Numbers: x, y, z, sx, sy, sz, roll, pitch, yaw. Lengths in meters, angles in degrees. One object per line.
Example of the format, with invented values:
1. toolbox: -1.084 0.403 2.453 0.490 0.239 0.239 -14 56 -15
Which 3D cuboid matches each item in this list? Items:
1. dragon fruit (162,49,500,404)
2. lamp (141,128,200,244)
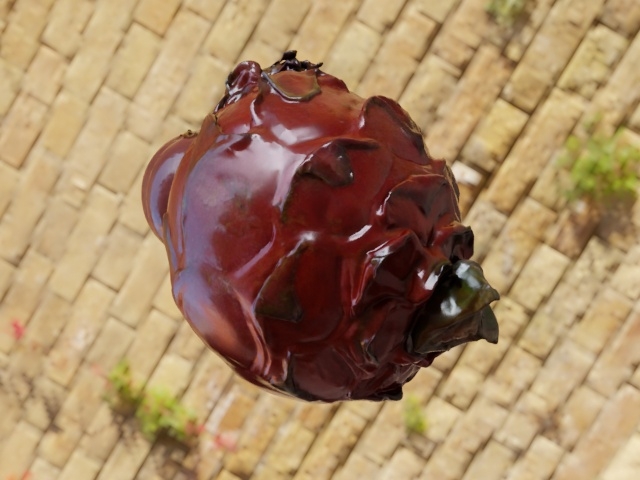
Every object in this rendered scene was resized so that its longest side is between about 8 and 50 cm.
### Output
1. dragon fruit: 0.000 0.000 0.830 0.172 0.209 0.172 -23 -35 -17
2. lamp: -0.065 -0.034 1.315 0.182 0.182 0.140 -65 -28 -80
